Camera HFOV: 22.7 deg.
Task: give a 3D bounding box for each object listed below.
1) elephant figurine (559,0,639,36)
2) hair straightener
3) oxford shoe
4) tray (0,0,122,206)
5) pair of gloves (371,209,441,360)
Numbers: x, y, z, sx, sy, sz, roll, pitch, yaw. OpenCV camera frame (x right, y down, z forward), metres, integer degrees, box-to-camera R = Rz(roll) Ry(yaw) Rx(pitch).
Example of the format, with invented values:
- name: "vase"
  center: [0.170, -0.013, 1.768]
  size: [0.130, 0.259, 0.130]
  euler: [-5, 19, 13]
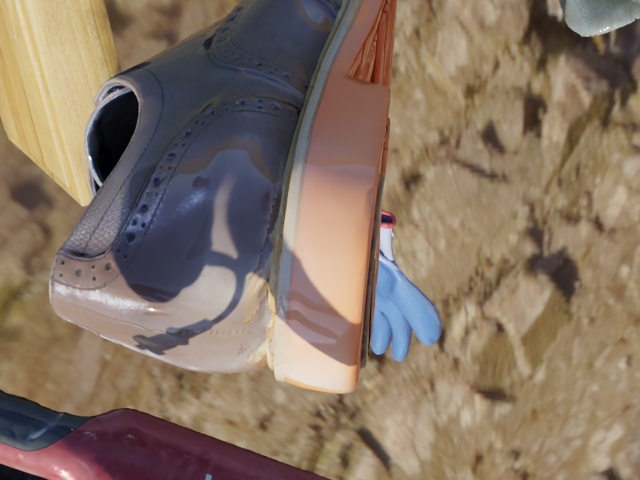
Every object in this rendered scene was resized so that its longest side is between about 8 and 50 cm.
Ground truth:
- name: "elephant figurine"
  center: [0.214, -0.228, 1.133]
  size: [0.239, 0.186, 0.169]
  euler: [7, 106, 40]
- name: "hair straightener"
  center: [-0.098, 0.081, 0.494]
  size: [0.230, 0.089, 0.047]
  euler: [18, 52, -18]
- name: "oxford shoe"
  center: [-0.034, -0.069, 0.722]
  size: [0.133, 0.363, 0.130]
  euler: [4, 118, 2]
- name: "tray"
  center: [-0.264, -0.251, 1.372]
  size: [0.076, 0.203, 0.411]
  euler: [-23, 120, -21]
- name: "pair of gloves"
  center: [0.000, 0.000, 1.063]
  size: [0.198, 0.159, 0.023]
  euler: [31, 60, 26]
